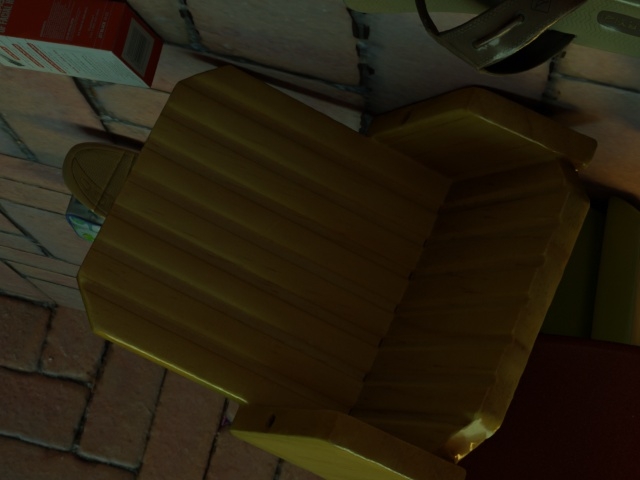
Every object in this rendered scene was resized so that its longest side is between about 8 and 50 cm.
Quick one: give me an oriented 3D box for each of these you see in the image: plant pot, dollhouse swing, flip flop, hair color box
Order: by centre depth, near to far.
[{"bbox_3d":[0.147,-0.151,0.993,0.277,0.080,0.112,14,168,5],"label":"flip flop"},{"bbox_3d":[0.000,0.000,1.267,0.305,0.347,0.315,32,162,-20],"label":"dollhouse swing"},{"bbox_3d":[-0.245,-0.195,1.345,0.167,0.053,0.093,10,168,19],"label":"hair color box"},{"bbox_3d":[0.189,0.231,1.365,0.235,0.267,0.267,21,154,8],"label":"plant pot"},{"bbox_3d":[0.281,0.076,1.537,0.207,0.227,0.228,-3,158,37],"label":"plant pot"}]

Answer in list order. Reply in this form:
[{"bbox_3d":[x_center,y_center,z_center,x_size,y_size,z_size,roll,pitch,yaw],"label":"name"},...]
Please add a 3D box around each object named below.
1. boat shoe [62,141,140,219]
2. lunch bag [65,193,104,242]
[{"bbox_3d":[-0.194,-0.055,1.811,0.277,0.098,0.096,22,-166,-8],"label":"boat shoe"},{"bbox_3d":[-0.243,-0.025,2.009,0.219,0.090,0.176,14,167,6],"label":"lunch bag"}]
